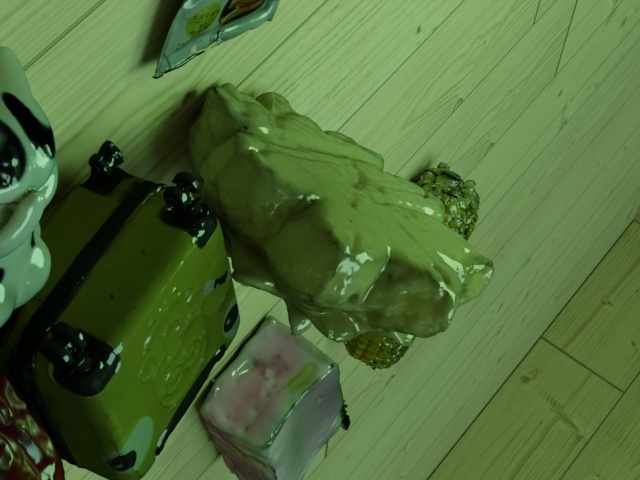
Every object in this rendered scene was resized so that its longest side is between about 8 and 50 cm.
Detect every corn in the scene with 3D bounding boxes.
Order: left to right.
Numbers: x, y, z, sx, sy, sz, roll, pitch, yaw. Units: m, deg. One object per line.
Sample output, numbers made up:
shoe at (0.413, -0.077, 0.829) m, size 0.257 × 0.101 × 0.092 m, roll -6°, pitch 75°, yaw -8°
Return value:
corn at (0.125, 0.039, 2.015) m, size 0.115 × 0.115 × 0.318 m, roll -31°, pitch 150°, yaw -54°

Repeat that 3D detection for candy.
candy at (-0.053, 0.217, 1.839) m, size 0.155 × 0.115 × 0.265 m, roll -50°, pitch 163°, yaw -16°

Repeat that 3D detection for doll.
doll at (-0.221, -0.023, 0.946) m, size 0.110 × 0.107 × 0.181 m, roll -47°, pitch 163°, yaw -50°

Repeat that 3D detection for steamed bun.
steamed bun at (0.000, 0.000, 1.279) m, size 0.137 × 0.295 × 0.292 m, roll -53°, pitch -161°, yaw 17°

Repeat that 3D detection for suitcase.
suitcase at (-0.170, 0.060, 1.160) m, size 0.194 × 0.143 × 0.235 m, roll -56°, pitch 158°, yaw -27°

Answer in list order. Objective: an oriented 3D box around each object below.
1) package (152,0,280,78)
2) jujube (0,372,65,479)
package at (-0.061, -0.218, 1.154) m, size 0.171 × 0.027 × 0.173 m, roll -36°, pitch 158°, yaw -48°
jujube at (-0.278, 0.164, 1.049) m, size 0.190 × 0.190 × 0.255 m, roll -40°, pitch 141°, yaw -42°
